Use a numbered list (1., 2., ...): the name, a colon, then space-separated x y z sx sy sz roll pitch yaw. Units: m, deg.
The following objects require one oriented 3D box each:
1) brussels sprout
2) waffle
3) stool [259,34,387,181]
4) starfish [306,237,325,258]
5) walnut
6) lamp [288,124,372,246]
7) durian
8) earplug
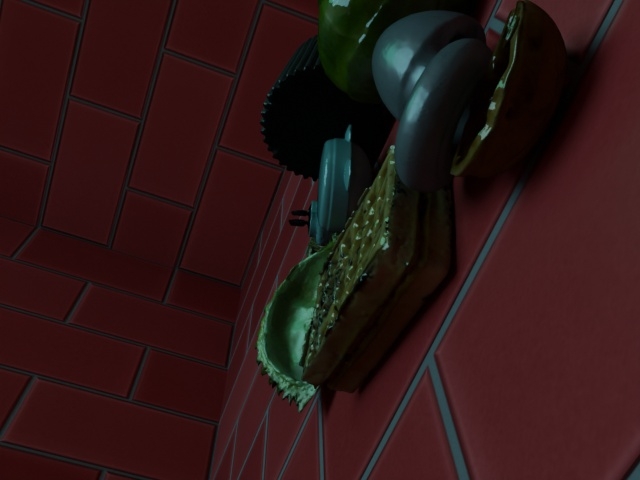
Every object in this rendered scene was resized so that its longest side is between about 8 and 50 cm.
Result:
1. brussels sprout: 0.141 -0.446 1.270 0.314 0.276 0.371 97 -166 -70
2. waffle: 0.082 0.052 1.109 0.376 0.114 0.260 118 166 -45
3. stool: 0.024 -0.352 1.693 0.330 0.297 0.297 -78 11 -54
4. starfish: 0.000 0.000 1.880 0.208 0.053 0.175 -57 7 37
5. walnut: 0.225 -0.159 0.780 0.167 0.087 0.211 -74 2 -62
6. lamp: 0.036 -0.105 1.537 0.209 0.147 0.284 -85 20 -45
7. durian: -0.023 0.155 1.414 0.394 0.163 0.198 -69 11 -19
8. earplug: 0.158 -0.208 0.966 0.325 0.175 0.214 -82 -1 -50
